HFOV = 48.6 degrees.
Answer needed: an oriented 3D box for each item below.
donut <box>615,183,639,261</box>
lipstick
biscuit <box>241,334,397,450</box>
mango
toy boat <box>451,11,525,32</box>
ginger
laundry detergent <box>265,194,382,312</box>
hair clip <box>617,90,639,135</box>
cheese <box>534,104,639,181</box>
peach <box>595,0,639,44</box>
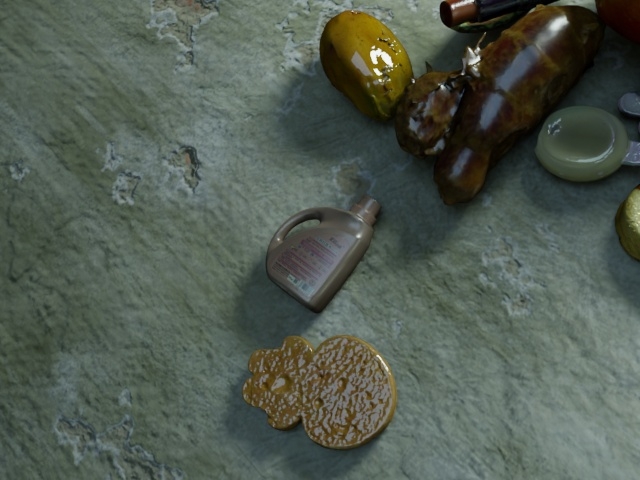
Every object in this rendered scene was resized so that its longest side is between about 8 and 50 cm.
[{"bbox_3d":[0.576,-0.028,1.147,0.166,0.073,0.184,-42,63,6],"label":"donut"},{"bbox_3d":[0.353,-0.445,1.263,0.299,0.081,0.081,-19,66,-9],"label":"lipstick"},{"bbox_3d":[-0.003,0.268,1.277,0.288,0.044,0.202,1,73,22],"label":"biscuit"},{"bbox_3d":[0.084,-0.342,1.394,0.156,0.151,0.249,-43,67,37],"label":"mango"},{"bbox_3d":[0.358,-0.469,1.352,0.293,0.099,0.108,-39,65,-4],"label":"toy boat"},{"bbox_3d":[0.305,-0.280,1.268,0.418,0.176,0.254,-45,69,7],"label":"ginger"},{"bbox_3d":[0.000,0.000,1.342,0.171,0.076,0.237,34,87,26],"label":"laundry detergent"},{"bbox_3d":[0.633,-0.200,1.184,0.257,0.075,0.146,33,84,32],"label":"hair clip"},{"bbox_3d":[0.487,-0.157,1.209,0.227,0.064,0.137,19,83,31],"label":"cheese"},{"bbox_3d":[0.627,-0.451,1.130,0.372,0.372,0.290,2,104,20],"label":"peach"}]
